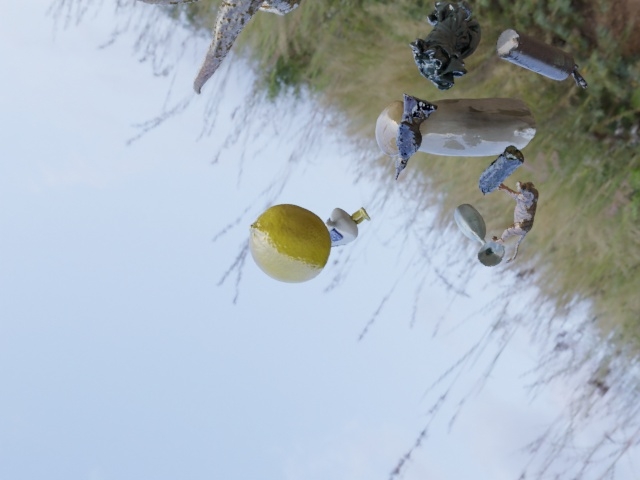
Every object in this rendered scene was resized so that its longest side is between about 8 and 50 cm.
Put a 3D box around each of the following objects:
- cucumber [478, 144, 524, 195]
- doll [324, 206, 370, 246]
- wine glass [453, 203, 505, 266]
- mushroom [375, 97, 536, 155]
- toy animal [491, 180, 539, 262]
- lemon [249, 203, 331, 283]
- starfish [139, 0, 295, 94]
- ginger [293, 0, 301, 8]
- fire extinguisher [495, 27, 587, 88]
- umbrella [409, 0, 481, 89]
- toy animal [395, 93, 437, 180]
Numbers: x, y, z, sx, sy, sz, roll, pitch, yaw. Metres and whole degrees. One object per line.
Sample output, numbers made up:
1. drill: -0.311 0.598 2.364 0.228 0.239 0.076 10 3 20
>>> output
1. cucumber: 0.385 -0.147 1.712 0.053 0.181 0.053 6 -117 -13
2. doll: 0.000 0.000 2.137 0.119 0.293 0.138 63 -176 21
3. wine glass: 0.351 -0.017 1.774 0.066 0.066 0.198 17 -156 -17
4. mushroom: 0.329 -0.257 1.824 0.407 0.137 0.154 -8 -128 -22
5. toy animal: 0.576 -0.054 2.283 0.114 0.255 0.116 -7 -160 -25
6. lemon: -0.072 0.006 1.778 0.203 0.178 0.178 22 -153 -26
7. starfish: -0.159 -0.481 1.396 0.132 0.384 0.398 53 -178 25
8. ginger: -0.026 -0.542 1.656 0.173 0.069 0.051 -41 -105 -18
9. fire extinguisher: 0.543 -0.432 1.918 0.268 0.072 0.089 11 -132 -34
10. umbrella: 0.317 -0.501 1.933 0.143 0.094 0.349 47 -136 -15
11. toy animal: 0.174 -0.210 1.587 0.070 0.202 0.105 29 -142 20
